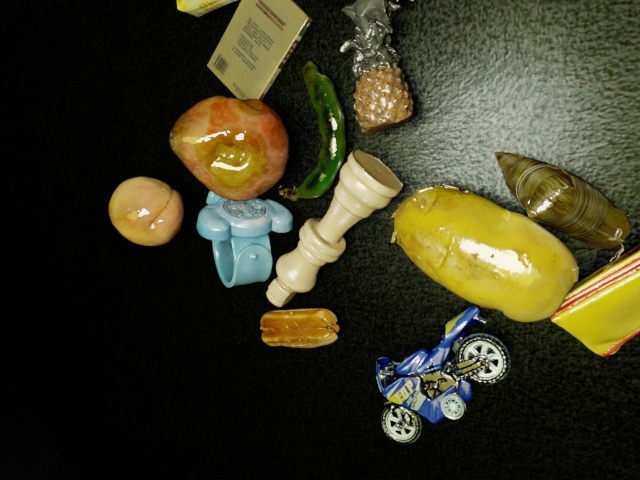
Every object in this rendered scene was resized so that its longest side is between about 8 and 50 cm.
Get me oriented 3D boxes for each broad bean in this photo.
[{"bbox_3d":[-0.009,-0.207,0.831,0.144,0.049,0.292,24,113,26],"label":"broad bean"}]

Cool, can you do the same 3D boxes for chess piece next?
[{"bbox_3d":[0.000,0.000,0.843,0.117,0.117,0.397,46,120,12],"label":"chess piece"}]

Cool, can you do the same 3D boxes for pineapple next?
[{"bbox_3d":[0.099,-0.317,0.713,0.119,0.111,0.237,-11,94,22],"label":"pineapple"}]

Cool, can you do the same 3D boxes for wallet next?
[{"bbox_3d":[0.483,0.074,0.604,0.141,0.067,0.241,34,121,-19],"label":"wallet"}]

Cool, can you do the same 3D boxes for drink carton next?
[{"bbox_3d":[-0.215,-0.539,0.849,0.199,0.084,0.075,1,99,33],"label":"drink carton"}]

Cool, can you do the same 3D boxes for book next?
[{"bbox_3d":[-0.138,-0.423,0.865,0.161,0.026,0.231,48,119,10],"label":"book"}]

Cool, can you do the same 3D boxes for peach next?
[{"bbox_3d":[-0.188,-0.190,0.824,0.214,0.235,0.214,-6,83,59],"label":"peach"},{"bbox_3d":[-0.437,-0.071,1.022,0.184,0.184,0.184,7,105,27],"label":"peach"}]

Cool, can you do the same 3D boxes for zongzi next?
[{"bbox_3d":[0.384,-0.070,0.647,0.187,0.184,0.084,24,119,-18],"label":"zongzi"}]

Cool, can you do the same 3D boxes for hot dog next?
[{"bbox_3d":[-0.059,0.205,0.950,0.235,0.062,0.092,-6,83,35],"label":"hot dog"}]

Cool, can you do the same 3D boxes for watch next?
[{"bbox_3d":[-0.182,0.000,0.917,0.210,0.211,0.193,27,125,21],"label":"watch"}]

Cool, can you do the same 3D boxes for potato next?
[{"bbox_3d":[0.258,0.016,0.677,0.300,0.140,0.173,32,128,28],"label":"potato"}]

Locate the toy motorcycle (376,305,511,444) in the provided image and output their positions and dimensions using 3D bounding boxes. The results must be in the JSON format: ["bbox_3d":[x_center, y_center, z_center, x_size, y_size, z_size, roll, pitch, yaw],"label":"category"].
[{"bbox_3d":[0.214,0.260,0.788,0.315,0.113,0.169,-47,69,20],"label":"toy motorcycle"}]

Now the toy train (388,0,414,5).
[{"bbox_3d":[0.152,-0.471,0.682,0.087,0.050,0.138,52,121,14],"label":"toy train"}]
